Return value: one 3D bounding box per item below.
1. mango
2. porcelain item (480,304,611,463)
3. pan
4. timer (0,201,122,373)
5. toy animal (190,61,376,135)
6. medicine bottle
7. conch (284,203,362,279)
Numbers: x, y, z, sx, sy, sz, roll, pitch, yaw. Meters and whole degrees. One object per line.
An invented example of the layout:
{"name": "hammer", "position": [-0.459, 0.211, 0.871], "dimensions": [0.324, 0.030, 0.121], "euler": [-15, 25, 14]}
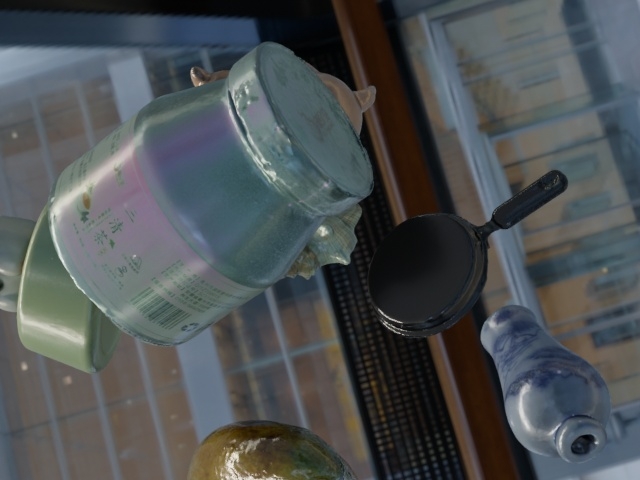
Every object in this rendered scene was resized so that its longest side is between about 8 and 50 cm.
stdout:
{"name": "mango", "position": [-0.046, 0.266, 1.130], "dimensions": [0.316, 0.192, 0.146], "euler": [108, 177, -66]}
{"name": "porcelain item", "position": [0.299, 0.192, 1.450], "dimensions": [0.259, 0.141, 0.141], "euler": [-116, 7, -58]}
{"name": "pan", "position": [0.142, 0.001, 1.071], "dimensions": [0.028, 0.235, 0.136], "euler": [42, -165, -48]}
{"name": "timer", "position": [-0.466, 0.040, 1.701], "dimensions": [0.291, 0.315, 0.291], "euler": [-169, 90, -89]}
{"name": "toy animal", "position": [-0.061, -0.163, 1.476], "dimensions": [0.154, 0.250, 0.167], "euler": [46, -127, -64]}
{"name": "medicine bottle", "position": [-0.111, -0.055, 1.176], "dimensions": [0.245, 0.290, 0.245], "euler": [45, -157, -26]}
{"name": "conch", "position": [-0.004, -0.001, 2.014], "dimensions": [0.137, 0.233, 0.114], "euler": [47, 167, 42]}
